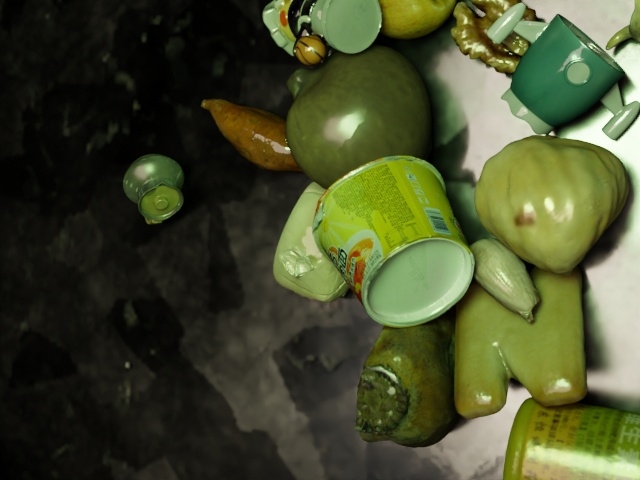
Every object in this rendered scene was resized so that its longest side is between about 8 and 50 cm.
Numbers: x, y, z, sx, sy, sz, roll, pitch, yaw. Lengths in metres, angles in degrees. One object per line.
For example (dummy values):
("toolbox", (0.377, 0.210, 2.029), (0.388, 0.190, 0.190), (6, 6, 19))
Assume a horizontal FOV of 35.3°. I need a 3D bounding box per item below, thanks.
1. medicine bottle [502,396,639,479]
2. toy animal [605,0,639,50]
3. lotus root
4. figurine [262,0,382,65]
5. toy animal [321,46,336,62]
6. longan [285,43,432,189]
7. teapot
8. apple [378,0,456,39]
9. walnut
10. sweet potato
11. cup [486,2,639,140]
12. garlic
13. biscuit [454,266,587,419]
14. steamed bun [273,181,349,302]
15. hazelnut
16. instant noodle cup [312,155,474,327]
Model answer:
("medicine bottle", (0.514, 0.397, 1.670), (0.384, 0.224, 0.224), (7, 93, 24))
("toy animal", (0.616, -0.341, 1.681), (0.233, 0.121, 0.168), (37, 116, 23))
("lotus root", (0.175, 0.248, 1.803), (0.149, 0.260, 0.267), (8, 93, 24))
("figurine", (-0.010, -0.401, 1.830), (0.176, 0.133, 0.236), (-49, 35, -8))
("toy animal", (0.029, -0.459, 1.965), (0.137, 0.082, 0.269), (26, 104, 24))
("longan", (0.071, -0.225, 1.848), (0.300, 0.300, 0.243), (56, 147, 14))
("teapot", (-0.350, -0.099, 2.121), (0.119, 0.130, 0.165), (-115, 30, -42))
("apple", (0.164, -0.456, 1.848), (0.155, 0.182, 0.182), (15, 97, 42))
("walnut", (0.321, -0.384, 1.838), (0.170, 0.069, 0.143), (46, 105, 15))
("sweet potato", (-0.100, -0.196, 2.014), (0.359, 0.112, 0.112), (30, 102, 19))
("cup", (0.411, -0.277, 1.748), (0.300, 0.167, 0.173), (39, 112, -7))
("garlic", (0.311, 0.055, 1.755), (0.087, 0.101, 0.195), (-40, 40, -3))
("biscuit", (0.344, 0.167, 1.758), (0.237, 0.062, 0.290), (-12, 49, 26))
("steamed bun", (0.000, 0.000, 1.942), (0.170, 0.152, 0.238), (26, 104, 22))
("hazelnut", (0.400, -0.055, 1.713), (0.261, 0.261, 0.241), (8, 115, 25))
("instant noodle cup", (0.139, 0.013, 1.753), (0.264, 0.264, 0.200), (-46, 41, 18))
